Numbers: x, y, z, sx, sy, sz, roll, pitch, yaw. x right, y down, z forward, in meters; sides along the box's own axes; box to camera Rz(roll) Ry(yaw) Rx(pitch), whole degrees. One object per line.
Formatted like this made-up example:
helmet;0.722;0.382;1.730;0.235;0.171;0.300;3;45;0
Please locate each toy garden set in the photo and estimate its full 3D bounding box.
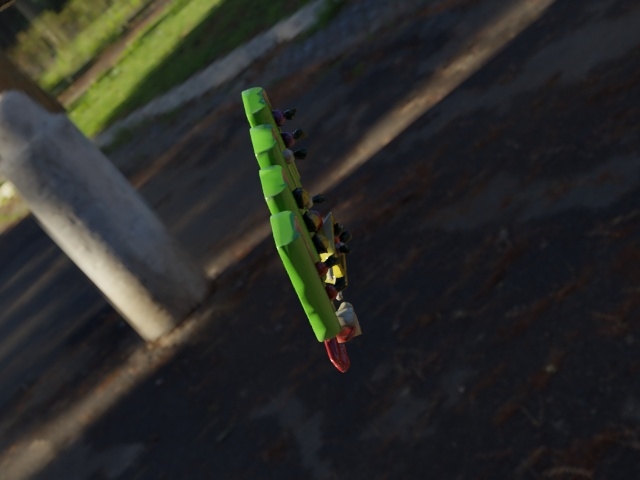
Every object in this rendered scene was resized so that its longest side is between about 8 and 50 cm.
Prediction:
toy garden set;0.000;0.000;1.124;0.049;0.204;0.244;-20;38;3

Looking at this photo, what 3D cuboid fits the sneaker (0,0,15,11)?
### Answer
sneaker;-0.501;-0.340;1.749;0.222;0.083;0.118;-51;-2;-32
